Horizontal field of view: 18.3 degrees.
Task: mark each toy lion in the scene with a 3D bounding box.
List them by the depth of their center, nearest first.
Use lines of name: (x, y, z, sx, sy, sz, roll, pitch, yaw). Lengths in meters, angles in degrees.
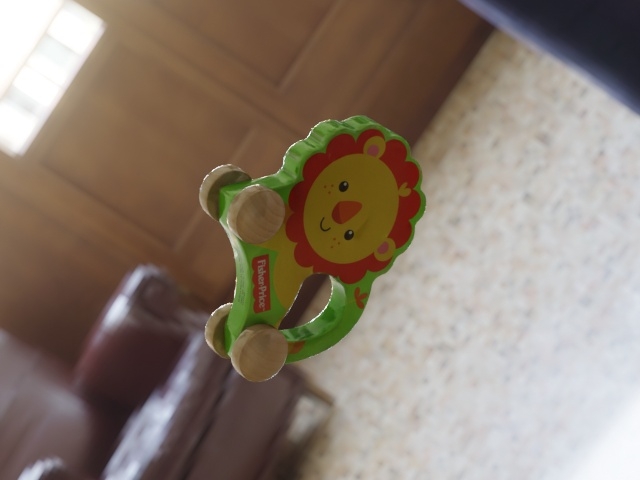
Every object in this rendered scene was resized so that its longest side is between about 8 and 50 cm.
toy lion: (0.000, 0.000, 0.822, 0.034, 0.096, 0.100, 35, 131, 52)
